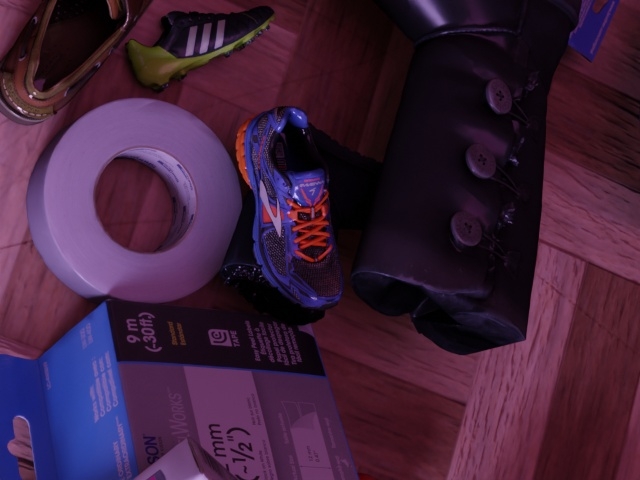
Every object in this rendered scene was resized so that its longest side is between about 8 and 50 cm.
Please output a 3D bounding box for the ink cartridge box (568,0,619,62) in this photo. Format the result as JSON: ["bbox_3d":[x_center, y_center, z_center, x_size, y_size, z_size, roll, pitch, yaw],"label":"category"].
[{"bbox_3d":[0.229,-0.362,2.053,0.311,0.065,0.186,29,73,-16],"label":"ink cartridge box"}]

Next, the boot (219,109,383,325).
[{"bbox_3d":[0.000,0.000,1.834,0.246,0.094,0.207,30,58,-39],"label":"boot"}]

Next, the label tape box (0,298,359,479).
[{"bbox_3d":[-0.154,0.186,1.700,0.347,0.115,0.249,8,42,-25],"label":"label tape box"}]

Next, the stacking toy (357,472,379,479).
[{"bbox_3d":[-0.062,0.321,1.788,0.330,0.141,0.141,-9,86,-31],"label":"stacking toy"}]

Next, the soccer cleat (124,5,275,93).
[{"bbox_3d":[-0.130,-0.227,1.866,0.179,0.060,0.072,-30,94,-23],"label":"soccer cleat"}]

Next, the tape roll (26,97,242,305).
[{"bbox_3d":[-0.196,-0.038,1.800,0.219,0.072,0.219,4,81,-24],"label":"tape roll"}]

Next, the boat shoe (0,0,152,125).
[{"bbox_3d":[-0.231,-0.254,1.795,0.110,0.104,0.307,32,70,-18],"label":"boat shoe"}]

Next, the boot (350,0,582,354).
[{"bbox_3d":[0.096,-0.140,1.830,0.367,0.146,0.445,23,69,-20],"label":"boot"}]

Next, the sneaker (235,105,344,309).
[{"bbox_3d":[-0.026,-0.036,1.703,0.083,0.087,0.221,-12,75,-30],"label":"sneaker"}]

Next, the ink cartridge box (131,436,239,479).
[{"bbox_3d":[-0.205,0.353,1.589,0.371,0.069,0.176,-39,126,5],"label":"ink cartridge box"}]
